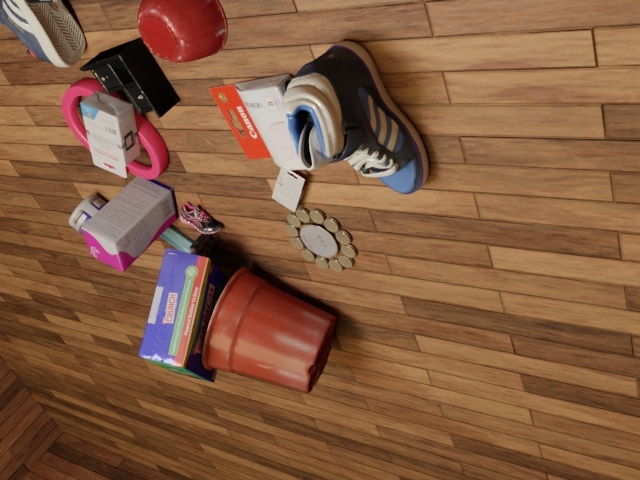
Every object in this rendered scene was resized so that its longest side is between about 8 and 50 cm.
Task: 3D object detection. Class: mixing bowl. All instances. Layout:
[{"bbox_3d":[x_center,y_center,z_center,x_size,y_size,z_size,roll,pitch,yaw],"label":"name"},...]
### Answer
[{"bbox_3d":[-0.278,-0.406,1.450,0.181,0.098,0.181,24,142,20],"label":"mixing bowl"}]

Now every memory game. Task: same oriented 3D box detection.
[{"bbox_3d":[0.000,0.000,1.734,0.186,0.012,0.186,23,142,19],"label":"memory game"}]

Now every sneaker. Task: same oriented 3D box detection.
[{"bbox_3d":[-0.627,-0.519,1.597,0.148,0.131,0.350,14,139,23],"label":"sneaker"},{"bbox_3d":[0.048,-0.158,1.322,0.130,0.236,0.323,-4,127,43],"label":"sneaker"},{"bbox_3d":[-0.299,-0.058,1.908,0.119,0.047,0.057,22,130,19],"label":"sneaker"}]

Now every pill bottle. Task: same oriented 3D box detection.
[{"bbox_3d":[-0.588,-0.031,2.124,0.187,0.112,0.112,39,145,-1],"label":"pill bottle"}]

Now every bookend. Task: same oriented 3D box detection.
[{"bbox_3d":[-0.413,-0.339,1.663,0.157,0.072,0.156,-1,129,43],"label":"bookend"}]

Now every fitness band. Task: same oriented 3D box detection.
[{"bbox_3d":[-0.491,-0.260,1.843,0.291,0.054,0.209,42,142,-7],"label":"fitness band"}]

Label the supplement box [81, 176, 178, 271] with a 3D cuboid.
[{"bbox_3d":[-0.470,-0.045,1.911,0.114,0.220,0.111,23,142,19],"label":"supplement box"}]

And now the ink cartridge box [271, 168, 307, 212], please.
[{"bbox_3d":[-0.063,-0.117,1.644,0.063,0.029,0.115,33,143,8],"label":"ink cartridge box"}]

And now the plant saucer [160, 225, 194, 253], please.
[{"bbox_3d":[-0.419,-0.030,2.060,0.192,0.018,0.067,36,145,4],"label":"plant saucer"}]

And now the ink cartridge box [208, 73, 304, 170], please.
[{"bbox_3d":[-0.117,-0.229,1.547,0.232,0.066,0.189,-2,129,37],"label":"ink cartridge box"}]

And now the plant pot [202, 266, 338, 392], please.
[{"bbox_3d":[-0.112,0.237,1.906,0.265,0.272,0.272,20,141,11],"label":"plant pot"}]

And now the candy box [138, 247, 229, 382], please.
[{"bbox_3d":[-0.321,0.196,1.914,0.122,0.268,0.317,9,165,10],"label":"candy box"}]

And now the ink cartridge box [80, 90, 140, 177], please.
[{"bbox_3d":[-0.476,-0.241,1.757,0.104,0.060,0.180,23,139,17],"label":"ink cartridge box"}]

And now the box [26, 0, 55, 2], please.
[{"bbox_3d":[-0.518,-0.600,1.386,0.087,0.169,0.290,11,138,36],"label":"box"}]

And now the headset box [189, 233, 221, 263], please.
[{"bbox_3d":[-0.297,0.024,1.975,0.032,0.062,0.083,7,135,35],"label":"headset box"}]
